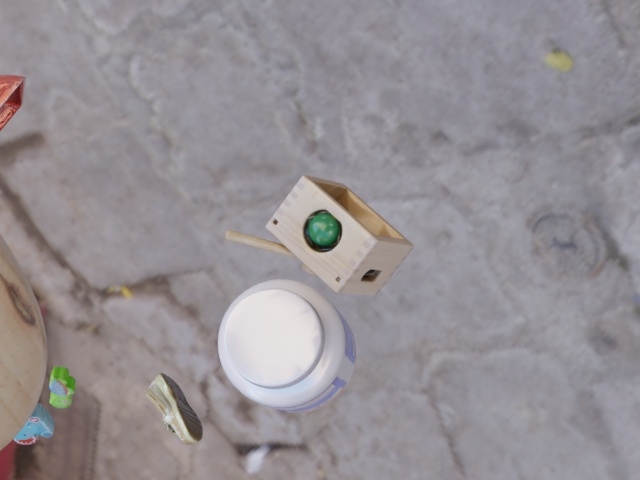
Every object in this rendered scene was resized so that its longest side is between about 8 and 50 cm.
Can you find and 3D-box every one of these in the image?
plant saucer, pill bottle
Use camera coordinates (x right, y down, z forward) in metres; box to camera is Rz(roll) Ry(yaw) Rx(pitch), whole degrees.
[{"bbox_3d":[-0.525,-0.132,1.972,0.047,0.258,0.259,39,170,-9],"label":"plant saucer"},{"bbox_3d":[-0.041,0.128,1.655,0.152,0.152,0.272,40,177,11],"label":"pill bottle"}]

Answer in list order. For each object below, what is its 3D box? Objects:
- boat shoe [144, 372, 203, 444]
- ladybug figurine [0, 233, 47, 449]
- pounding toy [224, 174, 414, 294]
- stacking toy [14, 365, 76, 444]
[{"bbox_3d":[-0.220,0.257,2.026,0.056,0.048,0.153,40,-172,-43],"label":"boat shoe"},{"bbox_3d":[-0.380,0.045,1.069,0.449,0.305,0.162,77,178,-52],"label":"ladybug figurine"},{"bbox_3d":[0.000,0.000,1.442,0.130,0.141,0.100,42,104,21],"label":"pounding toy"},{"bbox_3d":[-0.297,0.155,1.294,0.052,0.167,0.221,-13,137,12],"label":"stacking toy"}]
